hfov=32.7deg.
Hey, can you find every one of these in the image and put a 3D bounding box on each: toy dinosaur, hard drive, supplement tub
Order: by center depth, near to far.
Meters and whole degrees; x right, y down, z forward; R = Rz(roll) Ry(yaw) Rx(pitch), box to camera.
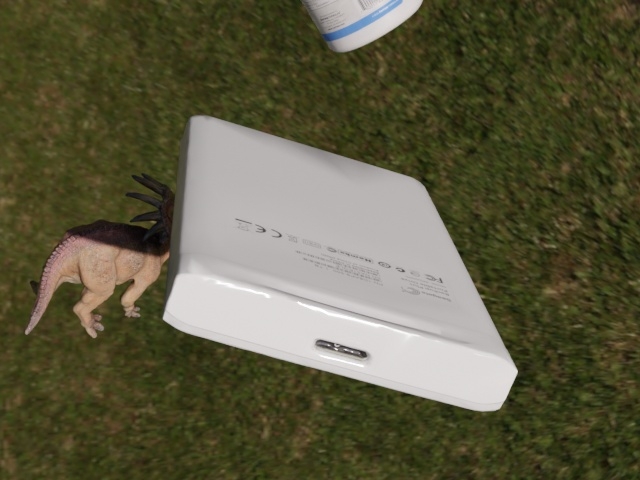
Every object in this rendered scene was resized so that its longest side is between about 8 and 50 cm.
[{"bbox_3d":[0.010,-0.177,0.671,0.071,0.071,0.107,-26,109,19],"label":"supplement tub"},{"bbox_3d":[0.000,0.000,0.855,0.233,0.353,0.047,16,111,-12],"label":"hard drive"},{"bbox_3d":[-0.274,0.011,1.444,0.127,0.295,0.200,51,138,20],"label":"toy dinosaur"}]
